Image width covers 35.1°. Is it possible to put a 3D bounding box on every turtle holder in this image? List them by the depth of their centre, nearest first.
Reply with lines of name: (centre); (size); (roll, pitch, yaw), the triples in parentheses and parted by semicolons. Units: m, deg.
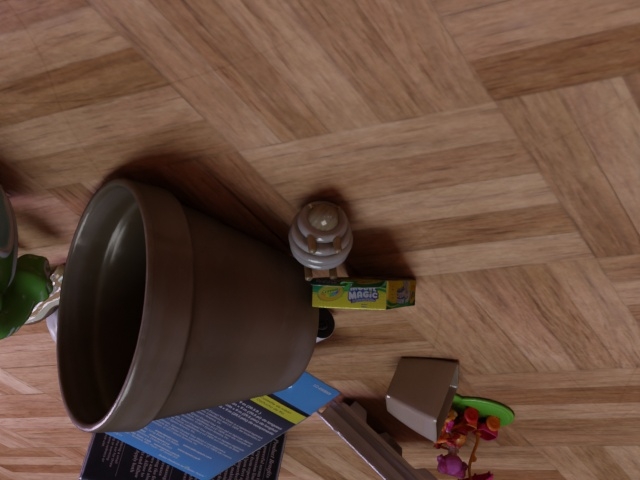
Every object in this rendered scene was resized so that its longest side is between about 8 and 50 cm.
turtle holder: (-0.498, 0.006, 1.349); (0.320, 0.227, 0.243); (22, 149, -19)

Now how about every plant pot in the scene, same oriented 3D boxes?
plant pot: (-0.167, 0.096, 1.351); (0.280, 0.323, 0.323); (8, 157, -32)
plant pot: (0.165, 0.254, 1.673); (0.096, 0.109, 0.109); (17, 154, 17)

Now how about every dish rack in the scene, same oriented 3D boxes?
dish rack: (0.150, 0.429, 1.882); (0.333, 0.072, 0.285); (40, 171, 40)

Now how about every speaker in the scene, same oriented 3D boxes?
speaker: (-0.035, 0.145, 1.597); (0.055, 0.055, 0.136); (26, 149, -23)

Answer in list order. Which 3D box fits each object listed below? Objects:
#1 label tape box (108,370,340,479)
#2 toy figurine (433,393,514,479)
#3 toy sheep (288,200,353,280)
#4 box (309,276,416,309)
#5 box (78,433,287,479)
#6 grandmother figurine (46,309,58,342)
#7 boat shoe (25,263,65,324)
label tape box: (-0.173, 0.240, 1.667); (0.249, 0.115, 0.347); (35, 123, -28)
toy figurine: (0.249, 0.365, 1.774); (0.173, 0.159, 0.130); (24, 149, -20)
toy sheep: (0.000, 0.000, 1.287); (0.091, 0.091, 0.132); (13, 143, -2)
box: (0.058, 0.070, 1.357); (0.105, 0.043, 0.179); (1, 177, 20)
box: (-0.308, 0.499, 2.178); (0.395, 0.212, 0.293); (18, 151, -9)
grandmother figurine: (-0.319, 0.195, 1.765); (0.342, 0.104, 0.208); (28, 120, -22)
boat shoe: (-0.450, 0.079, 1.643); (0.190, 0.068, 0.072); (-28, 121, 37)
